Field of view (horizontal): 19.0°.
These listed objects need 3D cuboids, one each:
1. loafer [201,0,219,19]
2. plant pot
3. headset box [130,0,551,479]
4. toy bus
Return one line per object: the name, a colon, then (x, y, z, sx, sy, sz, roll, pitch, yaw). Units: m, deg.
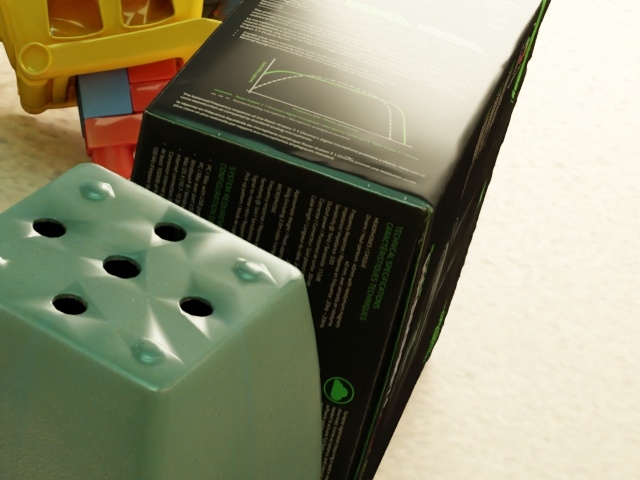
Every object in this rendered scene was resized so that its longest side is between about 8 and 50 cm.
loafer: (-0.001, -0.108, 1.257, 0.223, 0.076, 0.078, 22, 24, 4)
plant pot: (-0.097, 0.103, 0.757, 0.165, 0.234, 0.166, 27, 34, 17)
headset box: (0.000, 0.000, 0.943, 0.131, 0.246, 0.283, 20, 32, 7)
toy bus: (-0.096, -0.143, 1.177, 0.220, 0.149, 0.211, -11, 81, -10)
